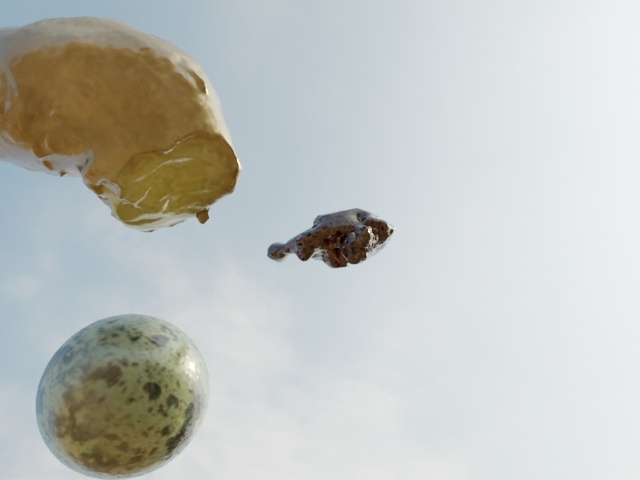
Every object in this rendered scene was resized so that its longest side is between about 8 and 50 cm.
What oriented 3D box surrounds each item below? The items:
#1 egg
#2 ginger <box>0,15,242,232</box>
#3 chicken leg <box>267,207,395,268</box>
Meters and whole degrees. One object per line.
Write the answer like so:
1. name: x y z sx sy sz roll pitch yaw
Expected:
1. egg: -0.169 0.133 0.490 0.132 0.132 0.172 29 -42 -29
2. ginger: -0.186 -0.101 0.467 0.152 0.267 0.138 -69 -20 3
3. chicken leg: 0.006 -0.002 0.544 0.090 0.219 0.048 -10 -88 -15
